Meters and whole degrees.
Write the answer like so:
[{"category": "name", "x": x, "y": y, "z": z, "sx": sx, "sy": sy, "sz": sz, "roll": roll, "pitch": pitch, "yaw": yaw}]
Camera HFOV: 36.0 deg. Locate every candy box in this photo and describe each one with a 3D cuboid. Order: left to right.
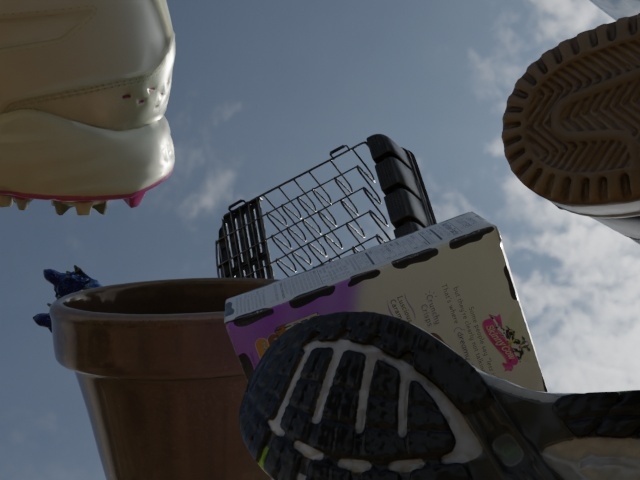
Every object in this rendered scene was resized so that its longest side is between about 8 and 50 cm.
[{"category": "candy box", "x": 0.051, "y": 0.091, "z": 0.702, "sx": 0.196, "sy": 0.070, "sz": 0.165, "roll": -20, "pitch": -79, "yaw": -2}]

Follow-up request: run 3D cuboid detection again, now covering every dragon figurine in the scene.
[{"category": "dragon figurine", "x": -0.240, "y": 0.106, "z": 1.203, "sx": 0.289, "sy": 0.144, "sz": 0.085, "roll": 33, "pitch": -91, "yaw": -38}]

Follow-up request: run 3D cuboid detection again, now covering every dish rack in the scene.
[{"category": "dish rack", "x": 0.000, "y": 0.000, "z": 1.185, "sx": 0.271, "sy": 0.208, "sz": 0.074, "roll": -26, "pitch": -41, "yaw": 17}]

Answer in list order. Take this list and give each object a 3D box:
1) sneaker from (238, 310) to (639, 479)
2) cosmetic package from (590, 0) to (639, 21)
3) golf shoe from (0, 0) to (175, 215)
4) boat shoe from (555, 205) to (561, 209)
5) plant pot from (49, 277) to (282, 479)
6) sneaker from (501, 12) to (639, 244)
[{"category": "sneaker", "x": 0.091, "y": 0.124, "z": 0.520, "sx": 0.299, "sy": 0.111, "sz": 0.121, "roll": 14, "pitch": -22, "yaw": 28}, {"category": "cosmetic package", "x": 0.522, "y": -0.378, "z": 1.311, "sx": 0.161, "sy": 0.453, "sz": 0.230, "roll": 33, "pitch": -77, "yaw": -14}, {"category": "golf shoe", "x": -0.212, "y": -0.097, "z": 0.432, "sx": 0.306, "sy": 0.115, "sz": 0.140, "roll": 5, "pitch": -71, "yaw": -15}, {"category": "boat shoe", "x": 0.387, "y": -0.092, "z": 1.315, "sx": 0.178, "sy": 0.060, "sz": 0.064, "roll": -28, "pitch": -54, "yaw": 28}, {"category": "plant pot", "x": -0.119, "y": 0.162, "z": 0.942, "sx": 0.263, "sy": 0.263, "sz": 0.229, "roll": -1, "pitch": -86, "yaw": -1}, {"category": "sneaker", "x": 0.231, "y": -0.043, "z": 0.386, "sx": 0.282, "sy": 0.099, "sz": 0.153, "roll": -5, "pitch": -17, "yaw": 35}]
